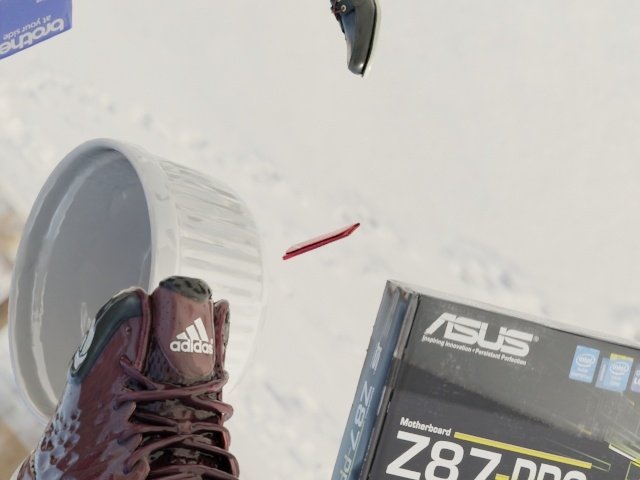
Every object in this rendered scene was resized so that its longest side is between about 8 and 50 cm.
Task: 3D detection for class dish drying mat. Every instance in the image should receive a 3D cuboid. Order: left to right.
[{"bbox_3d":[0.000,0.000,1.890,0.008,0.083,0.032,63,-146,-10],"label":"dish drying mat"}]

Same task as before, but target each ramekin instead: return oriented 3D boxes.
[{"bbox_3d":[-0.126,0.038,1.326,0.109,0.207,0.207,12,-162,-35],"label":"ramekin"}]

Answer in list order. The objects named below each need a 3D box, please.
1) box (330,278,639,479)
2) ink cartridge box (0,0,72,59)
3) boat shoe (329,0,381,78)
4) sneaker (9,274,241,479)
[{"bbox_3d":[0.210,0.235,1.743,0.395,0.318,0.097,15,-177,-15],"label":"box"},{"bbox_3d":[-0.212,-0.195,0.923,0.065,0.186,0.311,48,152,29],"label":"ink cartridge box"},{"bbox_3d":[0.026,-0.182,1.466,0.049,0.042,0.133,117,158,-53],"label":"boat shoe"},{"bbox_3d":[-0.076,0.103,0.912,0.106,0.162,0.281,14,-172,-29],"label":"sneaker"}]
